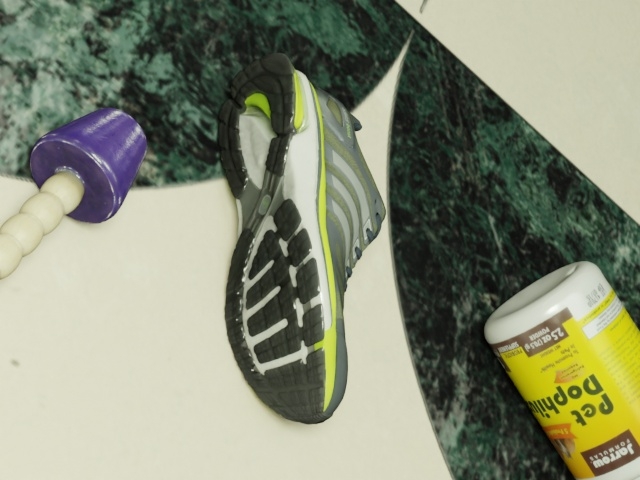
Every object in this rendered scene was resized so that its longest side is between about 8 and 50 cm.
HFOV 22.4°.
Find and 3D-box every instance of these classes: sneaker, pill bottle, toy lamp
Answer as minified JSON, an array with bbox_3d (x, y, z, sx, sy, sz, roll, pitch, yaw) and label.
[{"bbox_3d":[0.000,0.000,1.273,0.121,0.111,0.300,17,61,-39],"label":"sneaker"},{"bbox_3d":[0.243,0.134,1.407,0.117,0.117,0.215,-37,95,-45],"label":"pill bottle"},{"bbox_3d":[-0.209,0.000,1.107,0.080,0.080,0.274,48,46,-12],"label":"toy lamp"}]
